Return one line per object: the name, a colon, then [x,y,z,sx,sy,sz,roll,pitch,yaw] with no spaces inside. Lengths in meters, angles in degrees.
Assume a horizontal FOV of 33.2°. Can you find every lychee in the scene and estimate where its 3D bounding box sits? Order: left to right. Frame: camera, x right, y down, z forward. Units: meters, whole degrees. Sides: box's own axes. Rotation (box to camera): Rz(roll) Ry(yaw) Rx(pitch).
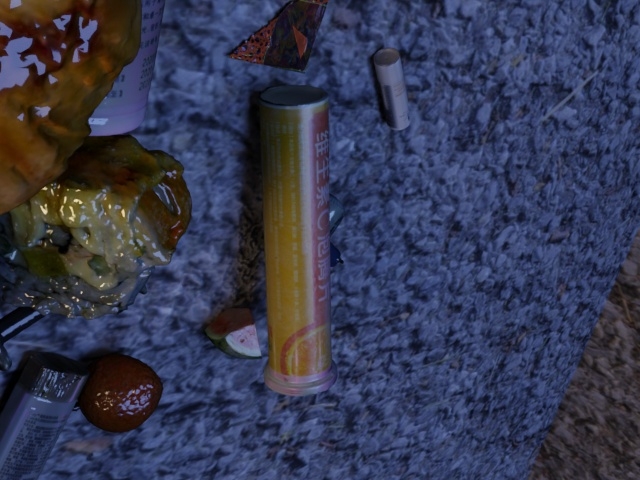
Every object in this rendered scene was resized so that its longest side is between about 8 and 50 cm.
lychee: [-0.272,0.198,1.380,0.114,0.140,0.101,-81,173,-57]

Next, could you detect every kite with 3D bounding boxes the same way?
kite: [-0.033,-0.262,1.404,0.222,0.008,0.125,-45,146,-21]

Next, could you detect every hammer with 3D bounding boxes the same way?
hammer: [0.000,0.000,1.623,0.116,0.069,0.194,-55,156,-7]

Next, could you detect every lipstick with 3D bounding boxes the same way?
lipstick: [0.108,-0.223,1.599,0.040,0.040,0.141,-45,147,-21]

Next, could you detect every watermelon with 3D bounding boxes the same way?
watermelon: [-0.112,0.139,1.550,0.092,0.084,0.072,33,98,-38]

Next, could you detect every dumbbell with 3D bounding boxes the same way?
dumbbell: [-0.324,0.079,1.208,0.254,0.110,0.110,-34,141,-23]

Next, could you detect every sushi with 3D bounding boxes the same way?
sushi: [-0.271,-0.028,1.092,0.139,0.274,0.184,-66,166,-47]

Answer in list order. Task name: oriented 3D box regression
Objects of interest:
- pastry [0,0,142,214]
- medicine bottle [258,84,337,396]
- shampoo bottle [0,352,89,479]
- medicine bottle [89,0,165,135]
pastry: [-0.337,-0.185,0.814,0.410,0.245,0.409,-25,136,-27]
medicine bottle: [-0.034,0.005,1.467,0.108,0.108,0.426,-26,124,-41]
shampoo bottle: [-0.367,0.249,1.320,0.086,0.056,0.227,18,101,-55]
medicine bottle: [-0.222,-0.243,1.023,0.152,0.152,0.254,-16,128,-47]
